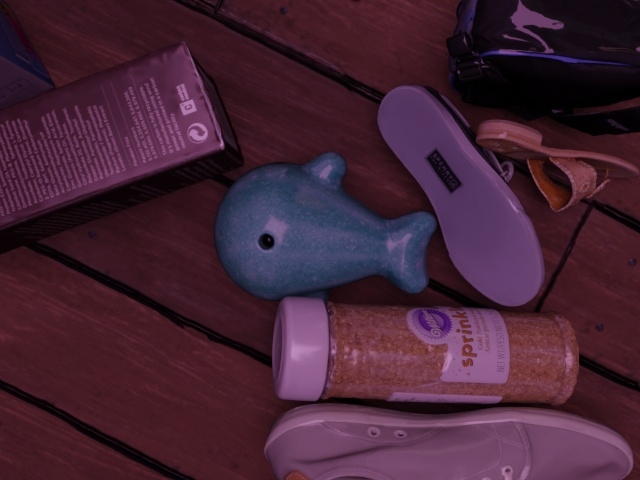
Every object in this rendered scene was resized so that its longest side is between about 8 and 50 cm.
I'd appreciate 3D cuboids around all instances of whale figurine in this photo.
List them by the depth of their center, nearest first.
[{"bbox_3d":[0.000,0.000,1.002,0.272,0.141,0.216,11,99,11],"label":"whale figurine"}]

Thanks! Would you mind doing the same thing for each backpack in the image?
[{"bbox_3d":[0.267,-0.236,0.951,0.277,0.263,0.213,12,84,-4],"label":"backpack"}]

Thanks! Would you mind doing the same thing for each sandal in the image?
[{"bbox_3d":[0.285,-0.076,1.006,0.240,0.088,0.079,14,82,-26],"label":"sandal"}]

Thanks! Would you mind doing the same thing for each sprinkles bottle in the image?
[{"bbox_3d":[0.123,0.136,0.989,0.356,0.121,0.121,4,90,-11],"label":"sprinkles bottle"}]

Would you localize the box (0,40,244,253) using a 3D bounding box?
[{"bbox_3d":[-0.301,-0.098,1.007,0.382,0.191,0.143,-21,89,1],"label":"box"}]

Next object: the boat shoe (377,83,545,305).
[{"bbox_3d":[0.187,-0.063,1.030,0.113,0.105,0.306,-43,77,33],"label":"boat shoe"}]

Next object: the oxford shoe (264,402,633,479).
[{"bbox_3d":[0.158,0.282,0.974,0.450,0.130,0.169,4,131,-9],"label":"oxford shoe"}]

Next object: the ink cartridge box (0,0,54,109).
[{"bbox_3d":[-0.505,-0.199,0.909,0.270,0.395,0.151,-33,89,1],"label":"ink cartridge box"}]
